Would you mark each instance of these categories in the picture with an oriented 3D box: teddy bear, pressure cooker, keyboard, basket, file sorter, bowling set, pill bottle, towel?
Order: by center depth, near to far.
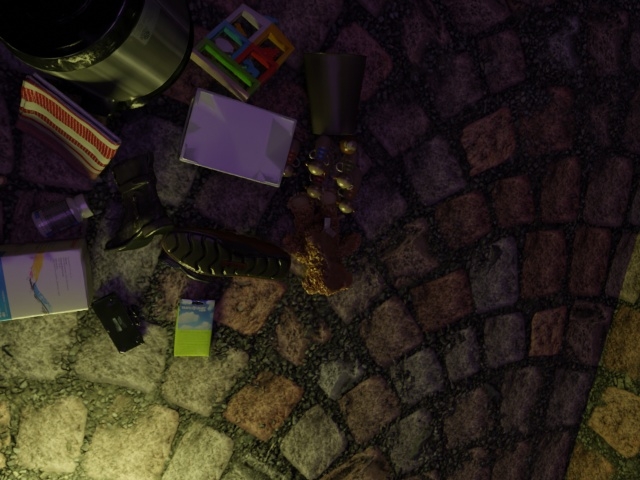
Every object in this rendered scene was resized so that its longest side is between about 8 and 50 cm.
[{"bbox_3d":[-0.504,-0.516,1.279,0.370,0.420,0.375,-29,86,8],"label":"pressure cooker"},{"bbox_3d":[-0.620,-0.261,1.324,0.237,0.329,0.037,39,64,-21],"label":"towel"},{"bbox_3d":[-0.689,-0.069,1.461,0.137,0.078,0.078,-26,107,-13],"label":"pill bottle"},{"bbox_3d":[-0.241,-0.283,1.526,0.278,0.173,0.192,14,94,-21],"label":"file sorter"},{"bbox_3d":[-0.576,0.235,1.588,0.108,0.023,0.180,-26,108,-6],"label":"keyboard"},{"bbox_3d":[0.023,-0.216,1.593,0.287,0.200,0.154,21,66,-13],"label":"bowling set"},{"bbox_3d":[0.039,-0.431,1.613,0.204,0.154,0.226,-8,107,-35],"label":"basket"},{"bbox_3d":[0.000,0.000,1.712,0.245,0.113,0.338,-30,101,-19],"label":"teddy bear"}]

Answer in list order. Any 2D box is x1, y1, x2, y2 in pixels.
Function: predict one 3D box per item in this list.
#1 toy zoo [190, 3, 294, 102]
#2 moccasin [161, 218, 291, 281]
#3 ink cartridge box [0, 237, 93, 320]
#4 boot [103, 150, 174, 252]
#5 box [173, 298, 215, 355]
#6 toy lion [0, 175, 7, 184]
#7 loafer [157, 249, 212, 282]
[{"bbox_3d":[-0.199,-0.534,1.506,0.192,0.030,0.293,39,60,-7],"label":"toy zoo"},{"bbox_3d":[-0.273,0.023,1.601,0.380,0.147,0.139,6,112,-24],"label":"moccasin"},{"bbox_3d":[-0.731,0.096,1.427,0.233,0.171,0.168,-6,102,-18],"label":"ink cartridge box"},{"bbox_3d":[-0.523,-0.101,1.499,0.263,0.091,0.229,-24,84,22],"label":"boot"},{"bbox_3d":[-0.382,0.260,1.647,0.109,0.042,0.178,5,98,-21],"label":"box"},{"bbox_3d":[-0.875,-0.147,1.409,0.096,0.034,0.100,21,93,-14],"label":"toy lion"},{"bbox_3d":[-0.389,0.070,1.602,0.170,0.062,0.061,31,84,-23],"label":"loafer"}]
